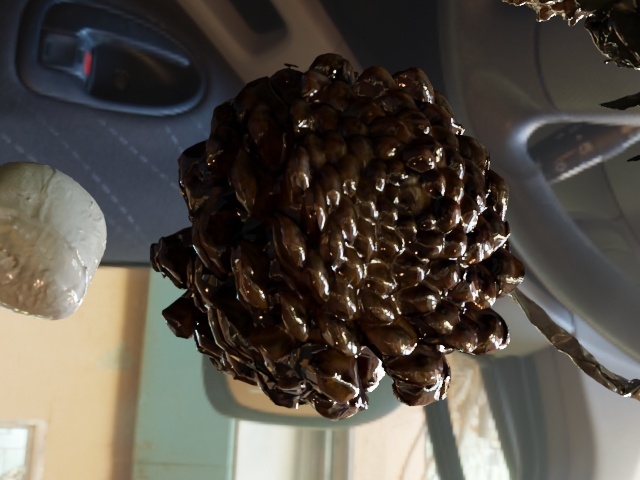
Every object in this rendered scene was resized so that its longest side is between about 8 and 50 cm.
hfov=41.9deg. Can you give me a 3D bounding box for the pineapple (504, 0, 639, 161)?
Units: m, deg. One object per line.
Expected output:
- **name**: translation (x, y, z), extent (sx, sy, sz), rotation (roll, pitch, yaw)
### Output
- **pineapple**: translation (0.161, -0.125, 0.420), extent (0.125, 0.251, 0.125), rotation (-30, 154, -16)

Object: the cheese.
- **cheese**: translation (-0.360, -0.010, 1.034), extent (0.198, 0.154, 0.189), rotation (32, -158, -11)

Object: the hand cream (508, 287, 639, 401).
- **hand cream**: translation (0.245, 0.097, 0.728), extent (0.257, 0.050, 0.084), rotation (33, -176, 23)

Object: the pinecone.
- **pinecone**: translation (0.000, 0.000, 0.512), extent (0.221, 0.222, 0.221), rotation (2, 169, 0)
